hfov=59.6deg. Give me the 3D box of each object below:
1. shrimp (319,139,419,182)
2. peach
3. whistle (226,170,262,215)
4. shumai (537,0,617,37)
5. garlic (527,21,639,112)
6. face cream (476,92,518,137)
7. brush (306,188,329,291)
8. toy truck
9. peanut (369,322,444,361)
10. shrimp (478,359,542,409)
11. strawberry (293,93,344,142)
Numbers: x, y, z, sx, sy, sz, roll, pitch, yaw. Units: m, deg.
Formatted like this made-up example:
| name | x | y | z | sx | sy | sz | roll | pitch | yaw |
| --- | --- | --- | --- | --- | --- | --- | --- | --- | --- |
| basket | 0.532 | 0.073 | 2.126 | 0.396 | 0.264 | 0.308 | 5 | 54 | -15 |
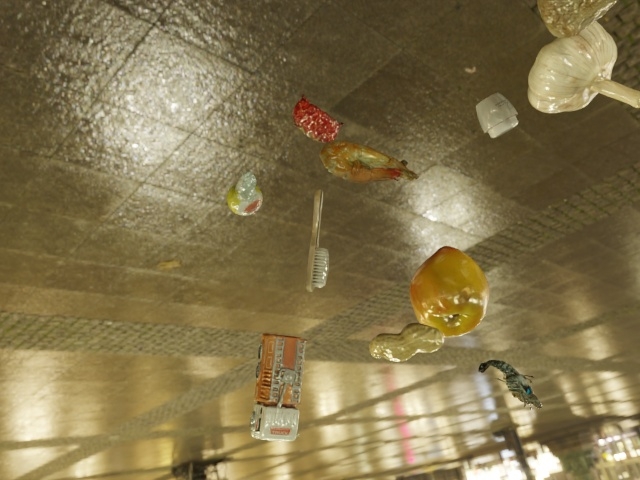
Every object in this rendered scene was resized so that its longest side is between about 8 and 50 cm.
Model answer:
| name | x | y | z | sx | sy | sz | roll | pitch | yaw |
| --- | --- | --- | --- | --- | --- | --- | --- | --- | --- |
| shrimp | 0.141 | -0.212 | 1.598 | 0.294 | 0.154 | 0.062 | 11 | 140 | -2 |
| peach | 0.472 | 0.188 | 2.047 | 0.289 | 0.308 | 0.289 | 0 | 129 | 0 |
| whistle | -0.243 | -0.152 | 1.839 | 0.123 | 0.123 | 0.223 | -6 | 159 | -16 |
| shumai | 0.472 | -0.461 | 1.021 | 0.145 | 0.116 | 0.145 | 20 | 136 | 20 |
| garlic | 0.560 | -0.323 | 1.155 | 0.199 | 0.226 | 0.199 | -31 | 149 | -21 |
| face cream | 0.442 | -0.314 | 1.402 | 0.091 | 0.095 | 0.091 | -28 | 176 | -2 |
| brush | 0.000 | 0.000 | 1.772 | 0.065 | 0.327 | 0.070 | 3 | 175 | 11 |
| toy truck | -0.147 | 0.539 | 2.052 | 0.173 | 0.387 | 0.207 | 9 | 166 | -15 |
| peanut | 0.211 | 0.253 | 1.383 | 0.187 | 0.082 | 0.082 | -21 | 153 | 17 |
| shrimp | 0.476 | 0.348 | 1.377 | 0.076 | 0.174 | 0.082 | -59 | 153 | 10 |
| strawberry | -0.014 | -0.318 | 1.500 | 0.145 | 0.145 | 0.086 | 17 | 112 | -46 |
